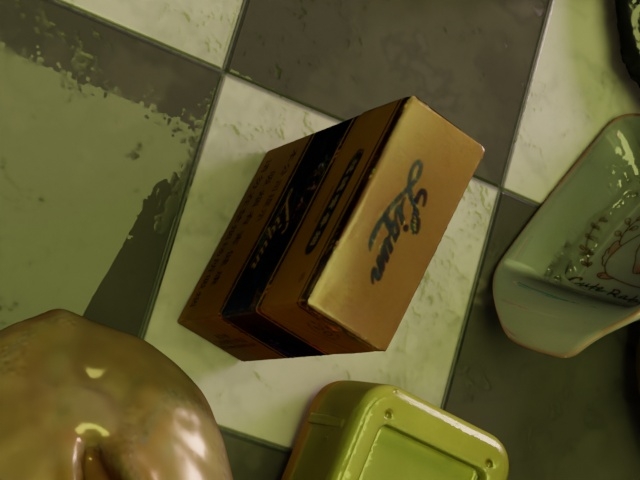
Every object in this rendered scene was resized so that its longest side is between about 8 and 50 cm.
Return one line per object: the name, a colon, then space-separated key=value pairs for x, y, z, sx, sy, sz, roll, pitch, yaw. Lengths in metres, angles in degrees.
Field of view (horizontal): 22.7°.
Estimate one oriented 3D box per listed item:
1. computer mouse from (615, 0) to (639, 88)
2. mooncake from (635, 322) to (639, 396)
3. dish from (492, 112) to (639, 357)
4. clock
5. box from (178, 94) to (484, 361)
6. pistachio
computer mouse: x=0.380 y=-0.190 z=1.356 sx=0.295 sy=0.087 sz=0.168 roll=-20 pitch=88 yaw=-12
mooncake: x=0.360 y=0.112 z=1.298 sx=0.234 sy=0.117 sz=0.235 roll=2 pitch=85 yaw=-23
dish: x=0.240 y=0.007 z=1.247 sx=0.234 sy=0.154 sz=0.064 roll=-48 pitch=128 yaw=-20
clock: x=0.037 y=0.213 z=1.149 sx=0.143 sy=0.096 sz=0.202 roll=29 pitch=75 yaw=-23
box: x=0.001 y=0.000 z=1.071 sx=0.070 sy=0.237 sz=0.152 roll=32 pitch=73 yaw=-16
pistachio: x=-0.163 y=0.199 z=0.991 sx=0.229 sy=0.230 sz=0.309 roll=-2 pitch=104 yaw=-26
